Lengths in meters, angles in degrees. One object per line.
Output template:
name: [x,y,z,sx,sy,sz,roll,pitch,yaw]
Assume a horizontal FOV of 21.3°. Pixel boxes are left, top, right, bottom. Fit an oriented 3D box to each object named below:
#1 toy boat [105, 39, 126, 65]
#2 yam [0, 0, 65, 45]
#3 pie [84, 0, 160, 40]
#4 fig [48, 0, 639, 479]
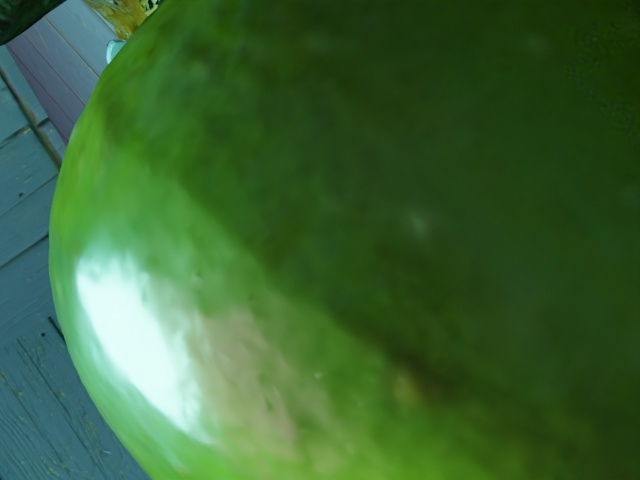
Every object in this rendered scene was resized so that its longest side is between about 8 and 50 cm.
toy boat: [-0.127,-0.118,1.350,0.105,0.034,0.149,45,172,-30]
yam: [-0.113,-0.191,0.615,0.195,0.300,0.195,44,160,21]
pie: [-0.136,-0.199,1.359,0.273,0.069,0.273,42,170,9]
fig: [0.070,0.013,0.569,0.326,0.258,0.258,31,162,20]
